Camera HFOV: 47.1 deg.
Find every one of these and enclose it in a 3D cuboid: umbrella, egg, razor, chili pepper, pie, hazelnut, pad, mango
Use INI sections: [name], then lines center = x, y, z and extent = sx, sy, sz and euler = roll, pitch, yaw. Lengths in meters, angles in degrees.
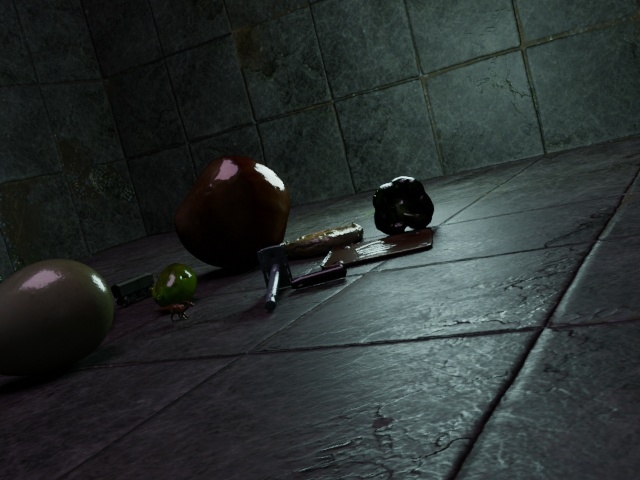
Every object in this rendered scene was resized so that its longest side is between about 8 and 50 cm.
[umbrella]
center = -0.003, 0.085, 1.682
extent = 0.133, 0.031, 0.036
euler = -15, -19, -1
[egg]
center = -0.561, 0.160, 1.469
extent = 0.295, 0.218, 0.218
euler = -28, 13, -26
[razor]
center = -0.107, 0.097, 1.627
extent = 0.068, 0.106, 0.232
euler = -14, 17, 5
[chili pepper]
center = 0.235, -0.098, 2.083
extent = 0.174, 0.165, 0.261
euler = -6, 0, 4
[pie]
center = 0.000, 0.000, 2.204
extent = 0.274, 0.055, 0.274
euler = -13, 8, 2
[hazelnut]
center = -0.259, -0.073, 2.243
extent = 0.366, 0.365, 0.366
euler = -14, 7, 2
[pad]
center = 0.153, 0.021, 1.928
extent = 0.287, 0.018, 0.284
euler = -11, 7, 10
[mango]
center = -0.369, 0.122, 1.856
extent = 0.119, 0.100, 0.178
euler = -49, 12, 10

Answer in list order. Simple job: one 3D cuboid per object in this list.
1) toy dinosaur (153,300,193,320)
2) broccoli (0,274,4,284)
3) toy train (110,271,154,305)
[toy dinosaur]
center = -0.334, 0.165, 1.681
extent = 0.113, 0.041, 0.026
euler = -16, 10, 28
[broccoli]
center = -0.940, 0.200, 1.920
extent = 0.297, 0.297, 0.297
euler = -53, 12, -3
[toy train]
center = -0.536, 0.141, 2.104
extent = 0.038, 0.071, 0.148
euler = -9, 9, 34
